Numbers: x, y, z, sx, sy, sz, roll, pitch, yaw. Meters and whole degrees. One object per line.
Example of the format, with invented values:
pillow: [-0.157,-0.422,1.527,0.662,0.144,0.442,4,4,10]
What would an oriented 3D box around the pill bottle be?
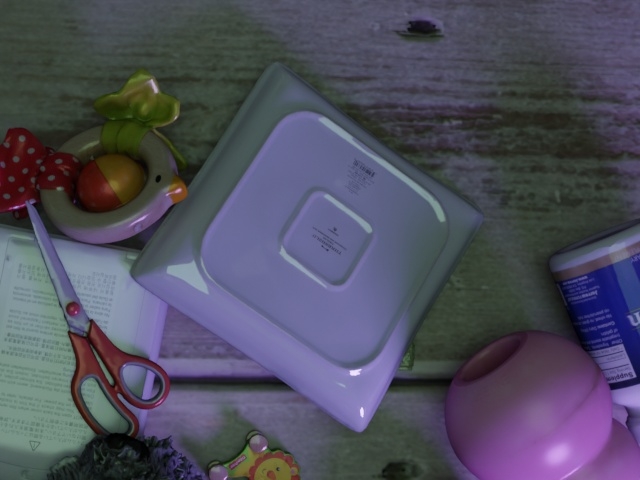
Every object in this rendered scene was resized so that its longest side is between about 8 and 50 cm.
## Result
pill bottle: [0.405,0.115,1.691,0.153,0.153,0.264,-23,90,-8]

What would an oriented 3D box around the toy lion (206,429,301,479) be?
toy lion: [-0.078,0.295,1.679,0.100,0.034,0.096,-36,99,-8]

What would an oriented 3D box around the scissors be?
scissors: [-0.287,0.100,1.549,0.109,0.021,0.297,-38,102,-13]

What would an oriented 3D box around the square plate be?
square plate: [0.000,0.000,1.649,0.347,0.049,0.344,35,70,-10]

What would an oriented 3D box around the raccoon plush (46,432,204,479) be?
raccoon plush: [-0.232,0.432,1.498,0.446,0.299,0.216,-44,132,8]

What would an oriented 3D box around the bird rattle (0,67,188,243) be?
bird rattle: [-0.269,-0.084,1.591,0.254,0.143,0.207,-25,52,-18]

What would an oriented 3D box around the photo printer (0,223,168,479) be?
photo printer: [-0.325,0.146,1.613,0.256,0.107,0.307,10,85,-10]

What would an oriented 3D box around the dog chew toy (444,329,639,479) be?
dog chew toy: [0.300,0.275,1.651,0.207,0.206,0.332,-37,100,-8]

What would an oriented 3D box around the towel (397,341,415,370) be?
towel: [0.062,0.100,1.710,0.110,0.027,0.148,-8,87,-9]
